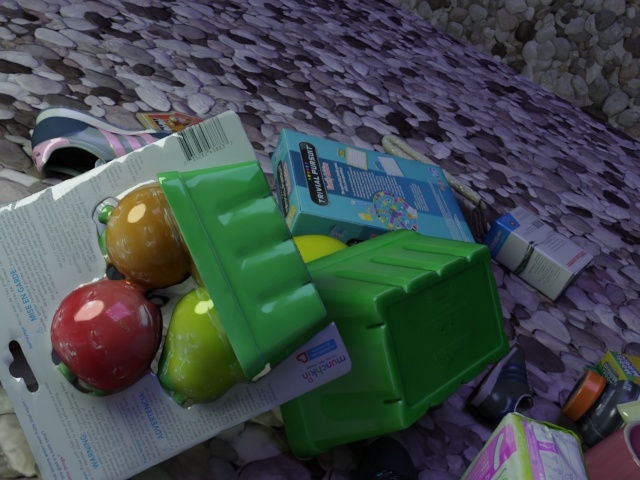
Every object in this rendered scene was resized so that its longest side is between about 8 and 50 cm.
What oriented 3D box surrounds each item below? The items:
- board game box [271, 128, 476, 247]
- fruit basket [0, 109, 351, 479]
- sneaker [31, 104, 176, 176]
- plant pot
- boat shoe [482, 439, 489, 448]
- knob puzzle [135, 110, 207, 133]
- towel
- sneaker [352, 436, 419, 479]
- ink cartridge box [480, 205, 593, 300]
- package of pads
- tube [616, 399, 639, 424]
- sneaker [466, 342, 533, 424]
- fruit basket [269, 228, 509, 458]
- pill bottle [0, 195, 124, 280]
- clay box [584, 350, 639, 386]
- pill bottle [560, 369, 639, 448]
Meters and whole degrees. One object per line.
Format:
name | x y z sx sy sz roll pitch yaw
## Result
board game box | 0.090 -0.068 1.314 0.336 0.079 0.254 11 37 -19
fruit basket | -0.187 0.070 0.805 0.165 0.353 0.327 81 -17 -86
sneaker | -0.344 -0.132 1.277 0.319 0.112 0.131 10 50 -18
plant pot | 0.417 0.350 0.977 0.201 0.180 0.201 17 32 -11
boat shoe | 0.279 0.359 0.953 0.070 0.078 0.219 -14 48 -6
knob puzzle | -0.263 -0.228 1.530 0.213 0.030 0.213 18 31 -11
towel | 0.256 -0.121 1.612 0.282 0.049 0.187 41 -7 25
sneaker | 0.102 0.330 0.861 0.101 0.106 0.267 16 30 -12
ink cartridge box | 0.478 0.025 1.606 0.203 0.086 0.148 39 34 22
package of pads | 0.209 0.358 0.771 0.101 0.229 0.296 21 31 -6
tube | 0.519 0.346 1.054 0.070 0.062 0.240 -11 77 -22
sneaker | 0.311 0.243 1.187 0.086 0.064 0.192 42 35 14
fruit basket | 0.035 0.116 1.064 0.392 0.283 0.392 -13 5 1
pill bottle | -0.373 0.024 0.938 0.160 0.160 0.283 38 34 21
clay box | 0.614 0.278 1.349 0.222 0.053 0.127 14 32 -19
pill bottle | 0.511 0.310 1.152 0.245 0.130 0.130 34 32 16
